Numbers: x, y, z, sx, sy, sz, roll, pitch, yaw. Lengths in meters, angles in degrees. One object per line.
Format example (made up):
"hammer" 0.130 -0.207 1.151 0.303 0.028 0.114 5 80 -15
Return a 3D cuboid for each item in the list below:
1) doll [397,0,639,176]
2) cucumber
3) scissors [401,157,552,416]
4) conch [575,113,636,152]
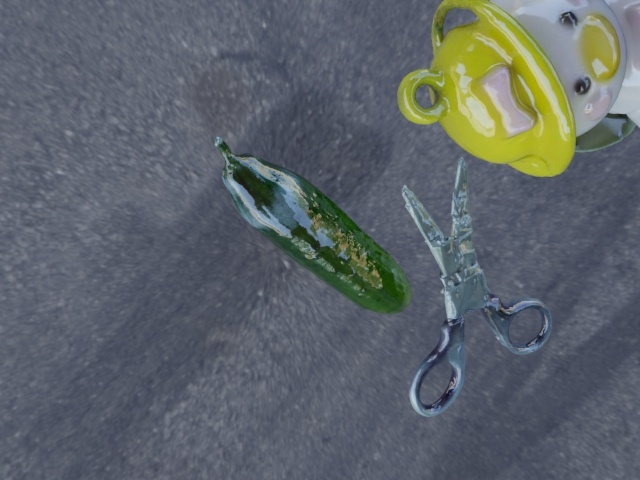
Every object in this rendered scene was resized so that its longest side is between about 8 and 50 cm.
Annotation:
"doll" 0.124 -0.077 0.353 0.207 0.081 0.129 -16 100 -14
"cucumber" 0.000 0.000 0.698 0.250 0.056 0.056 38 87 -39
"scissors" 0.193 0.062 1.280 0.256 0.029 0.383 -31 126 -13
"conch" 0.341 -0.203 1.056 0.181 0.124 0.187 -1 125 -1
